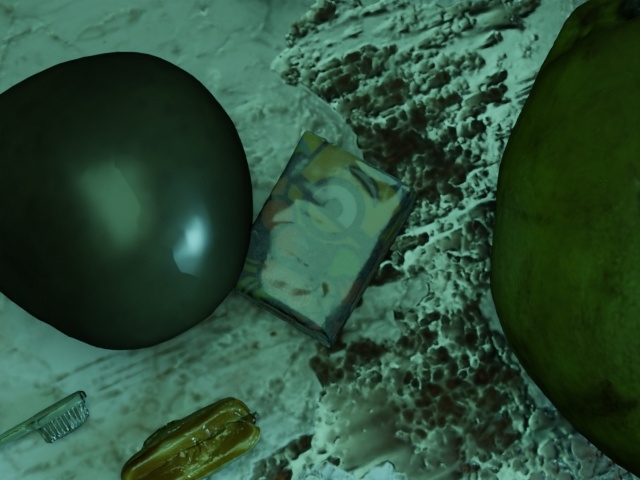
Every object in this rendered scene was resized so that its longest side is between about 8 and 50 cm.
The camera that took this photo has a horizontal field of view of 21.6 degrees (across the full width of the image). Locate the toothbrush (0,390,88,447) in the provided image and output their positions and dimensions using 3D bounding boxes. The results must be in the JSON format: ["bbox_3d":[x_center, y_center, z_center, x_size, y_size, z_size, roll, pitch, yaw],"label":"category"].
[{"bbox_3d":[-0.320,0.205,1.383,0.294,0.026,0.028,-28,95,-6],"label":"toothbrush"}]

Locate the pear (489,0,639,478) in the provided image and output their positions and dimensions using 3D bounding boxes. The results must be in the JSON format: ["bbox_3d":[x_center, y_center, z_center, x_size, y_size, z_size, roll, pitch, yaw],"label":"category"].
[{"bbox_3d":[0.306,0.000,1.272,0.352,0.352,0.413,-11,82,-2],"label":"pear"}]

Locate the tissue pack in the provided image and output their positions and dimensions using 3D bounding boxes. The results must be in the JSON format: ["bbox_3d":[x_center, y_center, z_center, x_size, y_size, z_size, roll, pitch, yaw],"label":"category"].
[{"bbox_3d":[0.000,0.000,1.405,0.109,0.060,0.148,29,81,7],"label":"tissue pack"}]

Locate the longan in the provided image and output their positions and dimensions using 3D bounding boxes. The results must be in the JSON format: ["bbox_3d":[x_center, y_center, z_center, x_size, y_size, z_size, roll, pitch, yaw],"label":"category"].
[{"bbox_3d":[-0.167,-0.029,1.330,0.246,0.215,0.246,-16,56,25],"label":"longan"}]

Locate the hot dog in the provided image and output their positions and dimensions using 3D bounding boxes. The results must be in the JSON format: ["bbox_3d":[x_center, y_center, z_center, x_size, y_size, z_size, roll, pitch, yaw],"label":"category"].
[{"bbox_3d":[-0.109,0.173,1.385,0.133,0.041,0.056,-28,80,-13],"label":"hot dog"}]
